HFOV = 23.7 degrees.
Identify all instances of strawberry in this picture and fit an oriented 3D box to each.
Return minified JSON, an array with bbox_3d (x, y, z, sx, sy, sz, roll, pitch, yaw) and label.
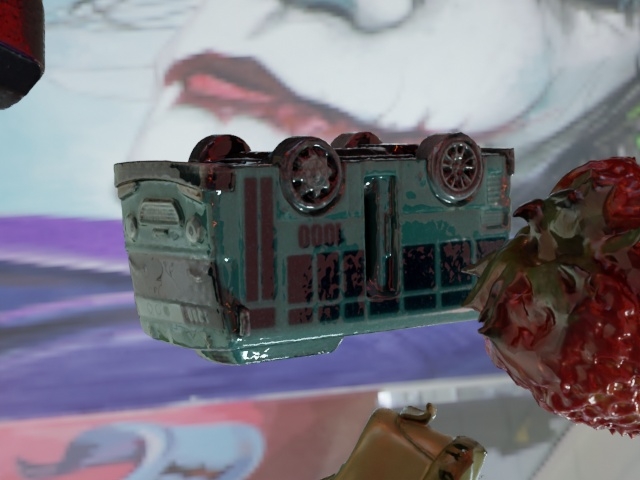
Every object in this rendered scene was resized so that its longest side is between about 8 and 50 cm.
[{"bbox_3d":[0.152,0.030,0.738,0.131,0.148,0.131,-26,-127,40],"label":"strawberry"}]

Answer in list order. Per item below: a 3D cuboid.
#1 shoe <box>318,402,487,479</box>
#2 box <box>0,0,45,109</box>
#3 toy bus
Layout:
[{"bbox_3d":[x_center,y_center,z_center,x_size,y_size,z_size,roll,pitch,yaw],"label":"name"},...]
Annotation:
[{"bbox_3d":[0.032,0.246,1.229,0.128,0.140,0.262,45,-75,26],"label":"shoe"},{"bbox_3d":[-0.295,-0.236,1.180,0.071,0.168,0.259,-39,-136,32],"label":"box"},{"bbox_3d":[0.000,0.000,1.013,0.128,0.256,0.147,3,-83,53],"label":"toy bus"}]
